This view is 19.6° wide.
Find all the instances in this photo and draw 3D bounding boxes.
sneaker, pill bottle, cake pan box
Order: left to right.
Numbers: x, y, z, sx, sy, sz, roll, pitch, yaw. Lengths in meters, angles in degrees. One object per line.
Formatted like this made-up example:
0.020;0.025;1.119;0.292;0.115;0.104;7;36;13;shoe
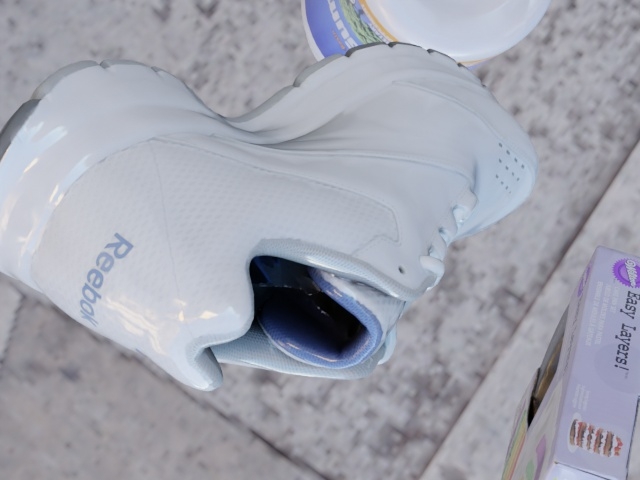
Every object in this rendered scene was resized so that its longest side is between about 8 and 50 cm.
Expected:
0.000;0.000;0.728;0.129;0.297;0.111;43;123;25;sneaker
0.070;-0.191;1.426;0.152;0.152;0.272;44;168;-5;pill bottle
0.212;0.170;1.587;0.070;0.267;0.246;20;137;0;cake pan box
